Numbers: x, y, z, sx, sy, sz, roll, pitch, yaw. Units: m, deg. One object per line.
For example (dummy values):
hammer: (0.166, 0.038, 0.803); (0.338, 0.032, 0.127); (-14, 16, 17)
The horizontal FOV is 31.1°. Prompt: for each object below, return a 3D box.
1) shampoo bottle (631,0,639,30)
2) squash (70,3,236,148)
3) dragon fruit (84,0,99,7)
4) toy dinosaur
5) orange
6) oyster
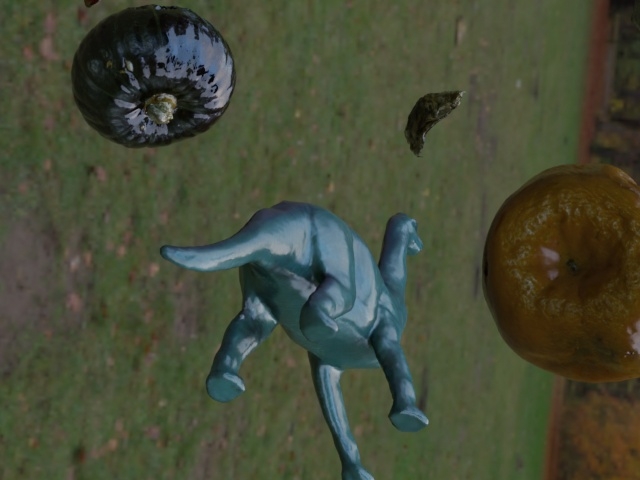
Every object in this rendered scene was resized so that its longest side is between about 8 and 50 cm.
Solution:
shampoo bottle: (0.202, -0.107, 0.582); (0.236, 0.067, 0.068); (-91, -165, -59)
squash: (-0.197, -0.192, 1.371); (0.156, 0.193, 0.193); (53, -2, 24)
dragon fruit: (-0.200, -0.279, 0.988); (0.136, 0.133, 0.166); (-43, 146, -23)
toy dinosaur: (0.000, 0.000, 0.945); (0.383, 0.129, 0.331); (52, 28, -40)
orange: (0.300, 0.042, 1.260); (0.183, 0.249, 0.249); (7, 88, -58)
oyster: (0.108, -0.123, 1.117); (0.093, 0.034, 0.051); (-51, -158, 32)
